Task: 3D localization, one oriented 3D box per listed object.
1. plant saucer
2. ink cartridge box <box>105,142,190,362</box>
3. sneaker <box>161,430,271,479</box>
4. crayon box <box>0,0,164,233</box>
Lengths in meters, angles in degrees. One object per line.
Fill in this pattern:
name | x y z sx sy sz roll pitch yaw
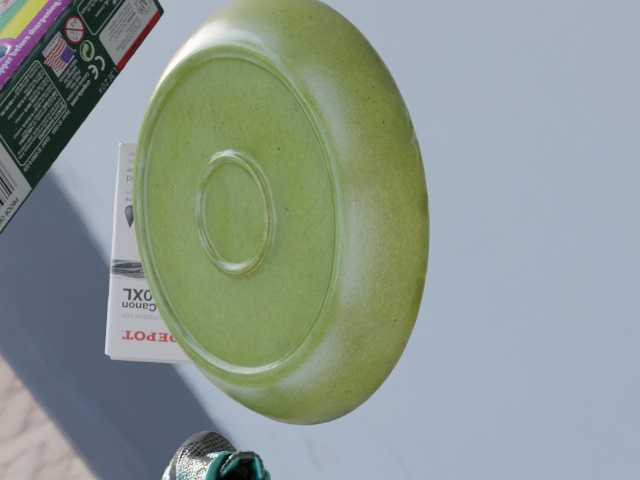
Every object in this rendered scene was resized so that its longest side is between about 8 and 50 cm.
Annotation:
plant saucer | -0.036 -0.016 1.007 0.037 0.241 0.241 -6 2 -40
ink cartridge box | -0.146 0.019 2.046 0.172 0.237 0.100 4 -3 -6
sneaker | -0.053 0.149 1.077 0.076 0.065 0.166 -62 16 19
crayon box | -0.371 -0.133 1.747 0.313 0.106 0.363 3 47 36
